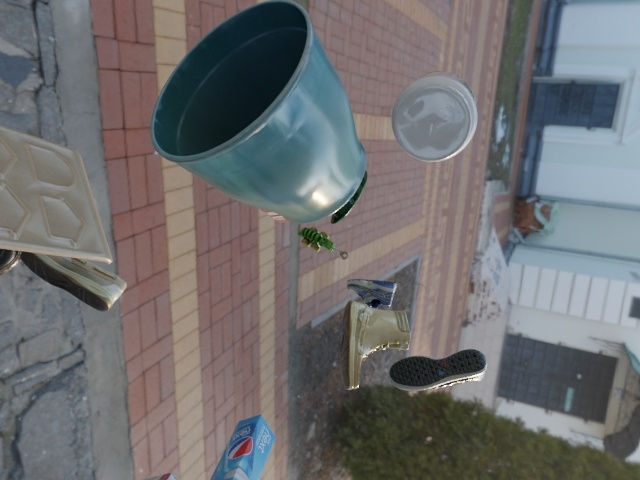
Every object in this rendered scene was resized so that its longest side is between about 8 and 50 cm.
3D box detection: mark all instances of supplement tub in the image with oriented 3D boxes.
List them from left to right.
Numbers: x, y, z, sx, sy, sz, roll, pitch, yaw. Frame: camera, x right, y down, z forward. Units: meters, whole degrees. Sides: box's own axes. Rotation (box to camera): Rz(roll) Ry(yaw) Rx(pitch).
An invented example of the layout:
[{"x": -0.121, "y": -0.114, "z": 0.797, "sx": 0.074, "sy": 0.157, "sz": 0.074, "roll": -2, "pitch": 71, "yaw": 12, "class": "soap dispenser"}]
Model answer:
[{"x": 0.332, "y": -0.361, "z": 1.469, "sx": 0.325, "sy": 0.235, "sz": 0.236, "roll": -54, "pitch": 147, "yaw": -64, "class": "supplement tub"}]

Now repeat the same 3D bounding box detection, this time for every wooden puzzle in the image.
[{"x": -0.624, "y": -0.097, "z": 1.066, "sx": 0.347, "sy": 0.080, "sz": 0.322, "roll": 24, "pitch": 37, "yaw": -62, "class": "wooden puzzle"}]

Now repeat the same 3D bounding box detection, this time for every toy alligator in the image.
[{"x": 0.000, "y": 0.000, "z": 1.444, "sx": 0.056, "sy": 0.189, "sz": 0.051, "roll": -53, "pitch": 144, "yaw": -16, "class": "toy alligator"}]

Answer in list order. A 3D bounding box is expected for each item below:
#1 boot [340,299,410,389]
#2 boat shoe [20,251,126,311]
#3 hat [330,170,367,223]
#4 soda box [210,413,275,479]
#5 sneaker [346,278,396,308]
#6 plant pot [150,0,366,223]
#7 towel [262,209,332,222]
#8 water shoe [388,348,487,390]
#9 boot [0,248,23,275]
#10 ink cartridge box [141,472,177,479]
[{"x": 0.164, "y": 0.316, "z": 1.496, "sx": 0.095, "sy": 0.203, "sz": 0.262, "roll": 120, "pitch": -22, "yaw": -57, "class": "boot"}, {"x": -0.658, "y": 0.068, "z": 1.333, "sx": 0.098, "sy": 0.302, "sz": 0.109, "roll": -60, "pitch": -177, "yaw": -40, "class": "boat shoe"}, {"x": 0.014, "y": -0.168, "z": 1.407, "sx": 0.208, "sy": 0.183, "sz": 0.173, "roll": -42, "pitch": -157, "yaw": 52, "class": "hat"}, {"x": -0.166, "y": 0.474, "z": 1.084, "sx": 0.071, "sy": 0.067, "sz": 0.210, "roll": 62, "pitch": 18, "yaw": -14, "class": "soda box"}, {"x": 0.097, "y": 0.108, "z": 1.027, "sx": 0.052, "sy": 0.135, "sz": 0.058, "roll": 5, "pitch": 86, "yaw": -32, "class": "sneaker"}, {"x": -0.065, "y": -0.160, "z": 0.768, "sx": 0.255, "sy": 0.271, "sz": 0.272, "roll": 43, "pitch": 59, "yaw": -47, "class": "plant pot"}, {"x": -0.076, "y": -0.116, "z": 1.775, "sx": 0.329, "sy": 0.236, "sz": 0.037, "roll": 41, "pitch": 43, "yaw": -78, "class": "towel"}, {"x": 0.243, "y": 0.280, "z": 1.046, "sx": 0.080, "sy": 0.203, "sz": 0.073, "roll": 67, "pitch": 16, "yaw": -48, "class": "water shoe"}, {"x": -0.755, "y": -0.018, "z": 1.197, "sx": 0.198, "sy": 0.076, "sz": 0.137, "roll": -62, "pitch": 170, "yaw": -18, "class": "boot"}, {"x": -0.531, "y": 0.804, "z": 1.573, "sx": 0.072, "sy": 0.175, "sz": 0.127, "roll": 55, "pitch": 36, "yaw": -8, "class": "ink cartridge box"}]
